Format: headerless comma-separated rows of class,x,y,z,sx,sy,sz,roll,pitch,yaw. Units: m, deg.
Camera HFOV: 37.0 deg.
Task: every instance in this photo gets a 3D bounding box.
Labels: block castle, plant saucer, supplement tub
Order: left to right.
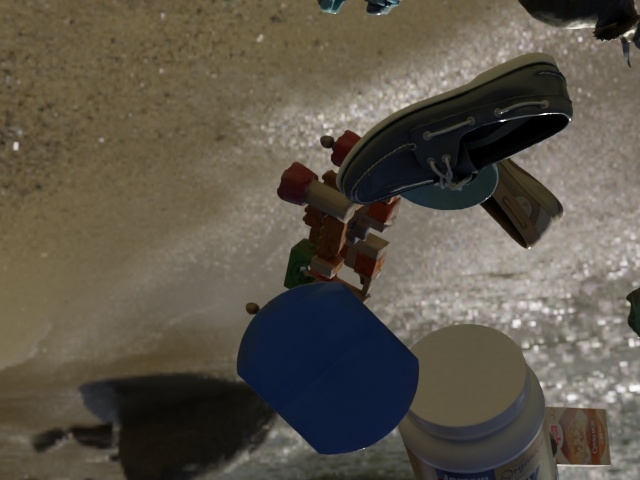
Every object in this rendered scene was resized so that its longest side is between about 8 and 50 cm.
block castle,0.000,0.000,2.126,0.213,0.303,0.453,27,128,21
plant saucer,0.193,-0.124,1.547,0.195,0.037,0.195,12,144,9
supplement tub,0.245,0.305,1.510,0.228,0.228,0.316,-8,133,14

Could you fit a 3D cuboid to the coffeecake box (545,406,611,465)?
coffeecake box,0.627,0.493,2.400,0.185,0.142,0.068,6,163,-22

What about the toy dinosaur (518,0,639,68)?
toy dinosaur,0.423,-0.412,1.595,0.314,0.160,0.121,13,170,-1

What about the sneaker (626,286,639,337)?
sneaker,0.590,0.156,1.720,0.065,0.166,0.076,19,150,-30

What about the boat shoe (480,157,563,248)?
boat shoe,0.298,-0.124,1.816,0.341,0.110,0.121,41,169,11

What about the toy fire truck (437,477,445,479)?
toy fire truck,0.108,0.412,1.330,0.192,0.047,0.135,-40,171,6

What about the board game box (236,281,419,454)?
board game box,0.009,0.115,0.898,0.133,0.168,0.033,-43,-173,11

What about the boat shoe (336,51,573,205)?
boat shoe,0.167,-0.119,1.209,0.319,0.099,0.116,-28,146,14

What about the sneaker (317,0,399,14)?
sneaker,0.121,-0.425,1.554,0.283,0.122,0.110,0,-179,23

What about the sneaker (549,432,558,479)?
sneaker,0.308,0.400,1.763,0.111,0.129,0.297,-34,-154,-32
